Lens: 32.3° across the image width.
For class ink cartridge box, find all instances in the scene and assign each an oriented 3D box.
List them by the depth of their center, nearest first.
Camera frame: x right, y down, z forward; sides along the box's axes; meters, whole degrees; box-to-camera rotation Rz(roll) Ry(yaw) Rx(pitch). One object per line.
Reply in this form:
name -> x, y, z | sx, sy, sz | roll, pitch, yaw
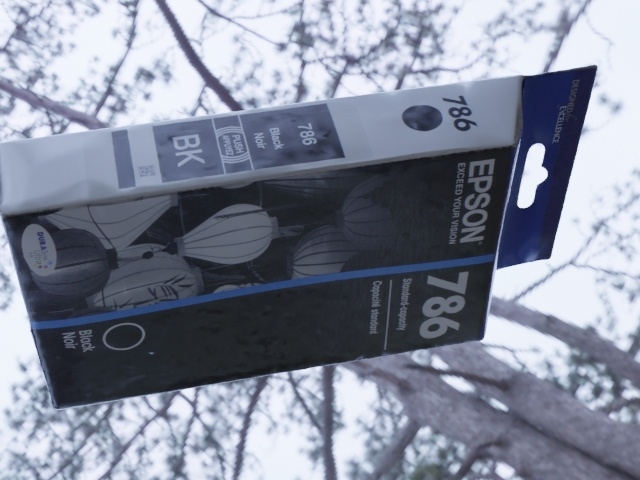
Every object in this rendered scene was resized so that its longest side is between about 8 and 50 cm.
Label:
ink cartridge box -> 0.000, 0.000, 0.626 | 0.332, 0.065, 0.165 | -10, -44, -9
